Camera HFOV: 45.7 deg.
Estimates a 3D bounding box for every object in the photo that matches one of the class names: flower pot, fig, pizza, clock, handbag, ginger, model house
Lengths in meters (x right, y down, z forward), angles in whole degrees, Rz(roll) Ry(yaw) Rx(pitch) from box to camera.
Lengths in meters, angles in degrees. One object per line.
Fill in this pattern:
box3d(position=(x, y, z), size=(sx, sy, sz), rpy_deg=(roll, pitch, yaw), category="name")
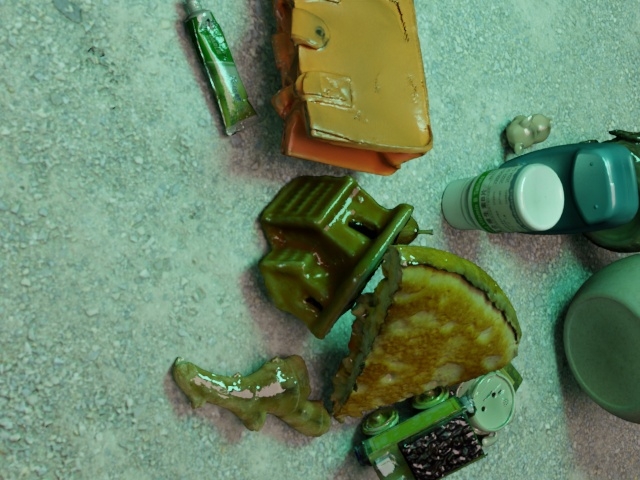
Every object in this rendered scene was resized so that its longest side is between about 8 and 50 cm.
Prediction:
box3d(position=(0.732, -0.130, 1.803), size=(0.213, 0.301, 0.302), rpy_deg=(-23, 101, -35), category="flower pot")
box3d(position=(0.167, -0.022, 1.522), size=(0.089, 0.125, 0.089), rpy_deg=(-1, 91, -37), category="fig")
box3d(position=(0.146, 0.184, 1.404), size=(0.406, 0.130, 0.440), rpy_deg=(-39, 133, 16), category="pizza")
box3d(position=(0.358, 0.346, 1.646), size=(0.151, 0.062, 0.191), rpy_deg=(-41, 108, -26), category="clock")
box3d(position=(0.053, -0.339, 1.407), size=(0.303, 0.116, 0.410), rpy_deg=(7, 69, -34), category="handbag")
box3d(position=(-0.107, 0.274, 1.369), size=(0.333, 0.081, 0.148), rpy_deg=(13, 97, -31), category="ginger")
box3d(position=(-0.005, 0.005, 1.387), size=(0.239, 0.173, 0.268), rpy_deg=(36, 65, 6), category="model house")

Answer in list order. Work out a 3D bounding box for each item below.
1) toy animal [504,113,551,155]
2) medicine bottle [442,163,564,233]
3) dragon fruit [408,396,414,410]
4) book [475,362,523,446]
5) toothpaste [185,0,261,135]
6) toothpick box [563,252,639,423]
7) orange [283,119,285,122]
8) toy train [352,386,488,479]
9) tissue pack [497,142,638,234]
box3d(position=(0.485, -0.256, 1.761), size=(0.150, 0.089, 0.083), rpy_deg=(-28, 100, -40), category="toy animal")
box3d(position=(0.375, -0.083, 1.591), size=(0.139, 0.237, 0.139), rpy_deg=(0, 89, -34), category="medicine bottle")
box3d(position=(0.222, 0.344, 1.589), size=(0.060, 0.056, 0.083), rpy_deg=(-2, 92, -34), category="dragon fruit")
box3d(position=(0.351, 0.345, 1.693), size=(0.160, 0.024, 0.228), rpy_deg=(50, 65, -19), category="book")
box3d(position=(-0.181, -0.312, 1.352), size=(0.078, 0.047, 0.248), rpy_deg=(-29, 106, -28), category="toothpaste")
box3d(position=(0.829, 0.220, 1.771), size=(0.425, 0.409, 0.409), rpy_deg=(-11, 95, -25), category="toothpick box")
box3d(position=(-0.034, -0.246, 1.430), size=(0.083, 0.070, 0.083), rpy_deg=(4, 82, -31), category="orange")
box3d(position=(0.195, 0.387, 1.475), size=(0.260, 0.177, 0.134), rpy_deg=(-27, 105, -1), category="toy train")
box3d(position=(0.551, -0.113, 1.681), size=(0.206, 0.287, 0.198), rpy_deg=(-9, 91, -50), category="tissue pack")
